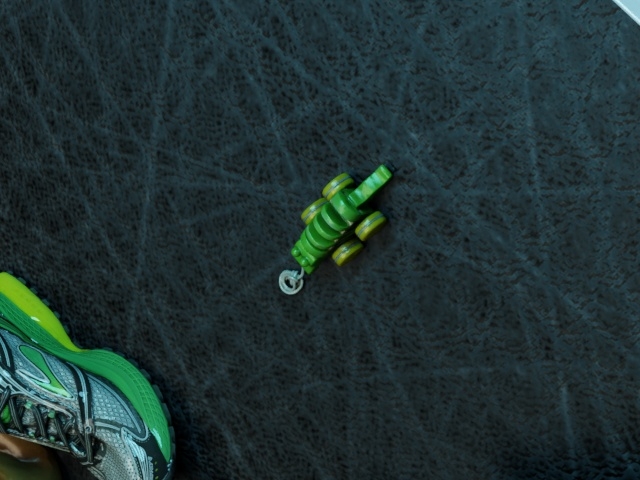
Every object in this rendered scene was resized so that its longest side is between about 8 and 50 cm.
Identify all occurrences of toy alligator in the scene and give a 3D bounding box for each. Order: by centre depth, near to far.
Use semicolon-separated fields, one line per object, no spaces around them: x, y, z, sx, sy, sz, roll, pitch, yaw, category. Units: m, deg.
0.000;0.000;1.477;0.056;0.051;0.189;52;133;11;toy alligator

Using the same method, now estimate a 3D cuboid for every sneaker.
-0.286;0.168;1.732;0.343;0.146;0.134;32;127;25;sneaker

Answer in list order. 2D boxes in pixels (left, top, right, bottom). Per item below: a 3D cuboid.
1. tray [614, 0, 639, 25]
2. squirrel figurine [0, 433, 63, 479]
0.209;-0.262;1.198;0.270;0.030;0.145;47;133;15;tray
-0.422;0.414;1.801;0.397;0.370;0.281;49;132;13;squirrel figurine
